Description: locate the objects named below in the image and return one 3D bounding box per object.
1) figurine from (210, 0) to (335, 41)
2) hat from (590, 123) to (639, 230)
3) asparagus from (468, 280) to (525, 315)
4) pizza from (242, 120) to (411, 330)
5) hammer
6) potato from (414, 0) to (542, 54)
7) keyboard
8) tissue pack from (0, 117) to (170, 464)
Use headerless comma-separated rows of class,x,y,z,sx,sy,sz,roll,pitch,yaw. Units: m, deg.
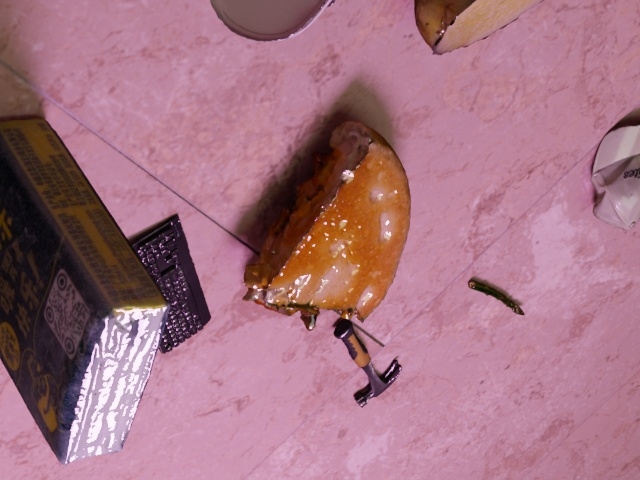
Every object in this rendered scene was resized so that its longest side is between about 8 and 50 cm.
figurine,-0.004,-0.290,1.206,0.250,0.166,0.141,-64,164,10
hat,0.419,-0.084,1.870,0.122,0.081,0.166,-7,124,-42
asparagus,0.247,0.079,1.934,0.163,0.016,0.016,27,82,-54
pizza,0.000,0.000,1.550,0.229,0.081,0.289,-34,145,-20
hammer,0.058,0.155,1.830,0.078,0.021,0.201,-37,146,-6
potato,0.174,-0.272,1.421,0.200,0.081,0.164,-27,168,-27
keyboard,-0.164,0.053,1.514,0.074,0.015,0.196,-30,145,-15
tissue pack,-0.237,0.040,1.219,0.081,0.257,0.185,-8,135,-35
